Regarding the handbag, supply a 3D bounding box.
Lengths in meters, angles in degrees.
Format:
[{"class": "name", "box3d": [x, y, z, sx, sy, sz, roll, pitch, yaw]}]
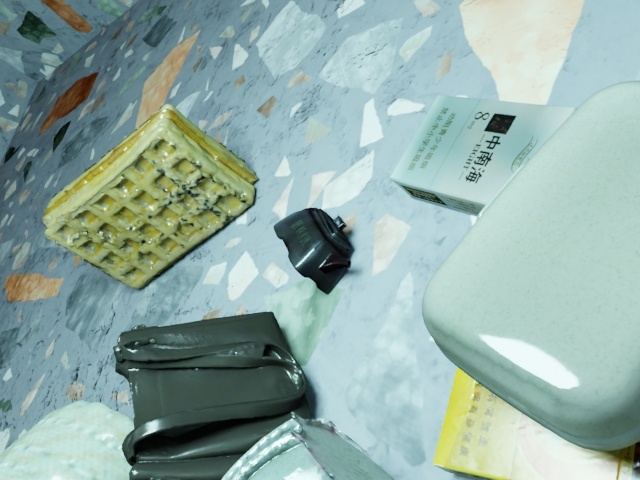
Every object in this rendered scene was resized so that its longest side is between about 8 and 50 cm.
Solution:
[{"class": "handbag", "box3d": [-0.151, 0.214, 0.915, 0.285, 0.257, 0.113, -115, 35, -47]}]

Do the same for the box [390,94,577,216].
[{"class": "box", "box3d": [0.225, -0.112, 0.902, 0.243, 0.067, 0.155, 25, 84, 52]}]

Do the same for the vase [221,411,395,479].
[{"class": "vase", "box3d": [-0.074, 0.423, 0.689, 0.445, 0.250, 0.250, -54, 38, 1]}]

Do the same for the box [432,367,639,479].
[{"class": "box", "box3d": [0.250, 0.182, 0.671, 0.269, 0.043, 0.152, -3, 59, 45]}]

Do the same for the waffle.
[{"class": "waffle", "box3d": [-0.343, -0.080, 1.323, 0.376, 0.261, 0.114, -34, 37, 24]}]

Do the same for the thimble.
[{"class": "thimble", "box3d": [-0.319, 0.386, 0.919, 0.291, 0.291, 0.195, -18, 22, 38]}]

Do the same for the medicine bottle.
[{"class": "medicine bottle", "box3d": [0.289, 0.004, 0.655, 0.375, 0.123, 0.282, -48, 38, -9]}]

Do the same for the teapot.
[{"class": "teapot", "box3d": [0.000, 0.000, 1.044, 0.096, 0.087, 0.177, -42, 39, 9]}]
